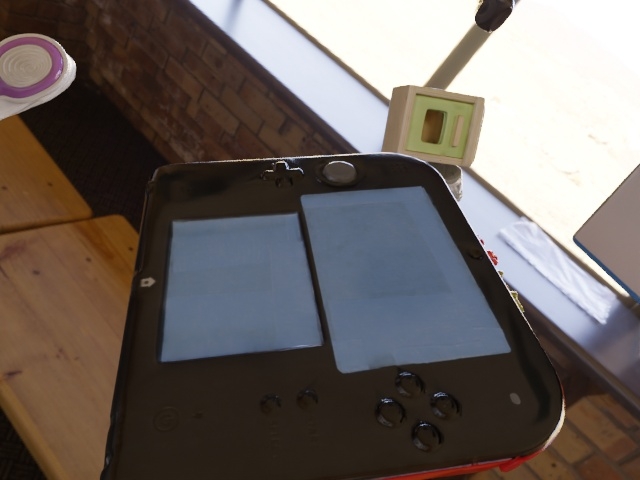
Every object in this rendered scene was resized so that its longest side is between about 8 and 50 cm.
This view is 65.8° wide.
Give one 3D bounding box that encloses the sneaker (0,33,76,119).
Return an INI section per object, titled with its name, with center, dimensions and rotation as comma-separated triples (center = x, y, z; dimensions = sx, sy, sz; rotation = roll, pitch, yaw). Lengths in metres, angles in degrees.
[sneaker]
center = -0.526, -0.220, 0.772
dimensions = 0.152, 0.305, 0.114
rotation = -135, -155, -73

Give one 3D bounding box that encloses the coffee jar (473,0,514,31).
[coffee jar]
center = 0.439, -0.616, 1.260
dimensions = 0.079, 0.096, 0.184
rotation = 24, 52, -14

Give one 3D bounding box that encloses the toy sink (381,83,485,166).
[toy sink]
center = 0.274, -0.248, 1.098
dimensions = 0.234, 0.152, 0.131
rotation = 7, 13, -12

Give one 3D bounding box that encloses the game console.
[game console]
center = -0.002, 0.036, 0.469
dimensions = 0.342, 0.060, 0.386
rotation = -1, 42, -11

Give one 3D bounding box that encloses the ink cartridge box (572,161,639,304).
[ink cartridge box]
center = 0.471, 0.056, 0.530
dimensions = 0.308, 0.129, 0.223
rotation = 18, 28, -26

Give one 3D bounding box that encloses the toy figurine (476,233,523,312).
[toy figurine]
center = 0.298, 0.009, 1.132
dimensions = 0.362, 0.191, 0.217
rotation = 47, 33, -22

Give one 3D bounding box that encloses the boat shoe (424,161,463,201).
[boat shoe]
center = 0.334, -0.216, 1.611
dimensions = 0.118, 0.103, 0.320
rotation = -35, 38, -18
